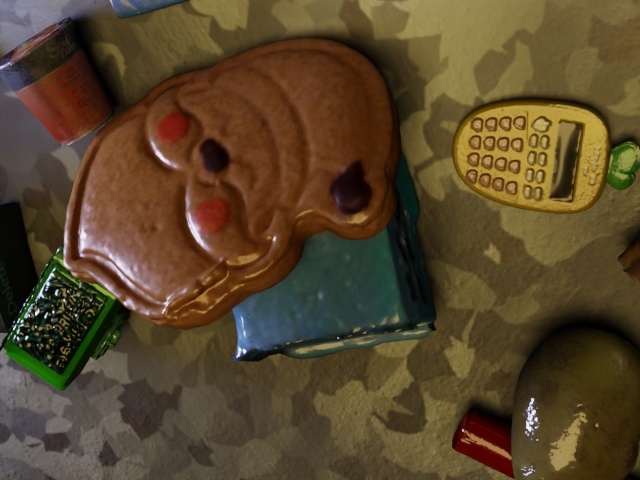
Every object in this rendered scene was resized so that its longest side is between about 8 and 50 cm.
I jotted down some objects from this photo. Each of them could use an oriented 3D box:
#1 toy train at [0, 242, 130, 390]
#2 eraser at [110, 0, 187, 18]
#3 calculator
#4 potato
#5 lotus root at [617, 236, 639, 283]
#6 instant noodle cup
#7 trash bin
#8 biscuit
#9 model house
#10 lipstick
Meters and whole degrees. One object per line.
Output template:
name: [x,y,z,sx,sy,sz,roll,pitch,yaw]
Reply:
toy train: [-0.326,0.086,1.597,0.132,0.188,0.243,34,114,0]
eraser: [-0.238,-0.442,1.449,0.144,0.042,0.312,-12,108,17]
calculator: [0.283,-0.107,1.470,0.235,0.032,0.146,8,113,11]
potato: [0.332,0.239,1.516,0.174,0.159,0.251,20,83,20]
lotus root: [0.439,0.032,1.448,0.122,0.112,0.081,20,107,-30]
instant noodle cup: [-0.344,-0.204,1.533,0.127,0.127,0.135,-24,112,20]
trash bin: [-0.538,0.046,1.671,0.225,0.115,0.165,-4,109,16]
biscuit: [-0.120,-0.083,1.432,0.455,0.350,0.078,-29,142,7]
model house: [0.000,0.000,1.485,0.237,0.215,0.303,-11,87,17]
lipstick: [0.317,0.316,1.607,0.280,0.073,0.073,24,114,3]
